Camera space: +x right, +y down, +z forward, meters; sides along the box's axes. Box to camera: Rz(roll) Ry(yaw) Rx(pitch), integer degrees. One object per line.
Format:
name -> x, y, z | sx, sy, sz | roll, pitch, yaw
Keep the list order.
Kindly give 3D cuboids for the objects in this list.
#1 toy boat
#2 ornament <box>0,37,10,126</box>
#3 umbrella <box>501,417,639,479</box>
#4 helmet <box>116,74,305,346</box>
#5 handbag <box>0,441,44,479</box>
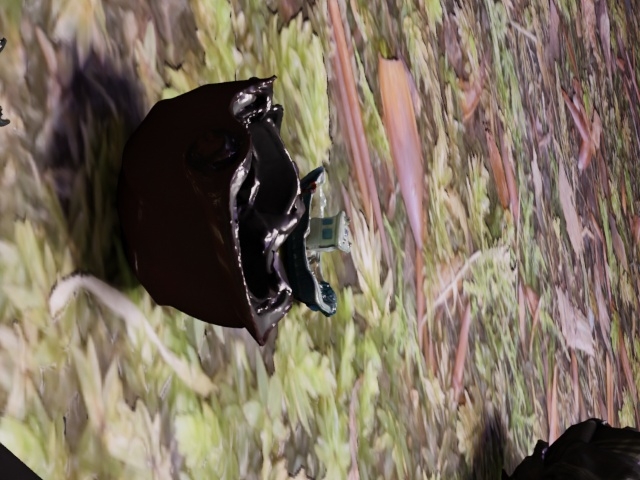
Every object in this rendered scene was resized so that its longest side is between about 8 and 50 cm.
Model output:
toy boat -> 0.000, 0.000, 0.927 | 0.038, 0.038, 0.083 | 30, 54, -68
ornament -> -0.133, -0.042, 0.547 | 0.125, 0.028, 0.073 | -71, 147, -54
umbrella -> 0.177, 0.220, 1.173 | 0.336, 0.154, 0.128 | -36, 130, -69
helmet -> -0.050, -0.013, 0.717 | 0.123, 0.070, 0.098 | -77, 160, -44
handbag -> -0.041, 0.182, 0.329 | 0.288, 0.152, 0.342 | 46, -11, 48
